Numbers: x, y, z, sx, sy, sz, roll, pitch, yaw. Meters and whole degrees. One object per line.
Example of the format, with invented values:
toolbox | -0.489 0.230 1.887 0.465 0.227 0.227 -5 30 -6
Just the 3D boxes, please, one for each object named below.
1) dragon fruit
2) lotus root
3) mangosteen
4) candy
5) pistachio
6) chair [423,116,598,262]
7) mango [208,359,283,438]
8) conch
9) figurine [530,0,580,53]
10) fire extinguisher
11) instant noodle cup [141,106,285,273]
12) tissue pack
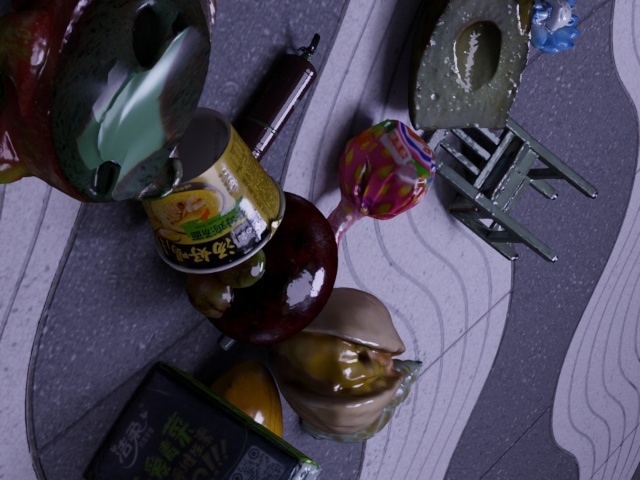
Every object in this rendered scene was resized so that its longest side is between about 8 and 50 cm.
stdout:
dragon fruit | -0.196 -0.150 1.305 0.295 0.130 0.268 -52 155 -14
lotus root | 0.191 -0.275 1.796 0.210 0.142 0.314 -90 -170 -69
mangosteen | -0.074 0.023 1.604 0.200 0.200 0.200 -38 144 -34
candy | 0.000 0.000 1.792 0.365 0.124 0.124 -48 150 -5
pistachio | 0.014 0.150 1.812 0.187 0.187 0.299 -60 172 1
chair | 0.245 -0.095 2.061 0.270 0.147 0.136 36 80 -17
mango | -0.119 0.268 1.802 0.154 0.126 0.252 4 106 -46
conch | 0.057 0.238 2.076 0.173 0.106 0.116 -21 116 -29
figurine | 0.318 -0.306 1.943 0.114 0.114 0.079 -36 -178 -36
fire extinguisher | -0.046 -0.161 1.612 0.157 0.045 0.078 -58 179 -5
instant noodle cup | -0.127 -0.057 1.482 0.151 0.151 0.122 -49 139 -19
tissue pack | -0.139 0.271 1.655 0.173 0.235 0.073 -57 151 -5
